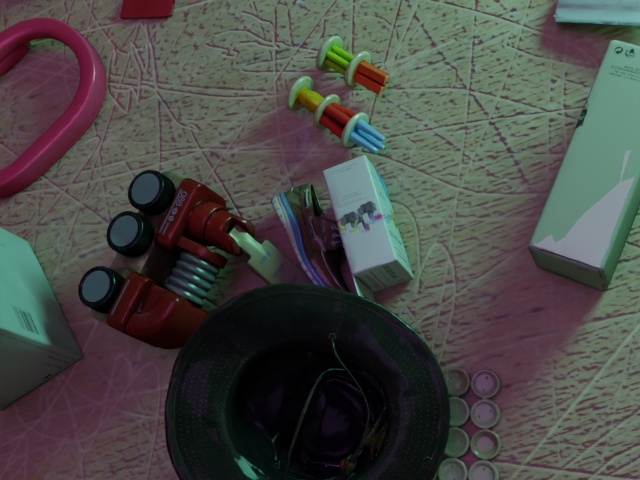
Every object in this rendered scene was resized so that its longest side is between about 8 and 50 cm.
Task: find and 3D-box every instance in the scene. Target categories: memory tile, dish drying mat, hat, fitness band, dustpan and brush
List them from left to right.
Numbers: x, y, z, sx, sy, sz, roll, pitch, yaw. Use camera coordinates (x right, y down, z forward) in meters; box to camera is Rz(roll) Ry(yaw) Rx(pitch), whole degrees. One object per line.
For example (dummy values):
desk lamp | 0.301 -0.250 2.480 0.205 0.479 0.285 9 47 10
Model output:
fitness band | -0.447 -0.194 1.619 0.291 0.054 0.209 -45 70 2
dish drying mat | -0.255 -0.343 1.624 0.083 0.008 0.032 2 74 18
hat | -0.015 0.205 1.326 0.331 0.134 0.331 0 85 1
memory tile | 0.163 0.227 1.330 0.113 0.012 0.148 -1 74 17
dustpan and brush | 0.396 -0.368 1.414 0.147 0.060 0.211 10 84 32

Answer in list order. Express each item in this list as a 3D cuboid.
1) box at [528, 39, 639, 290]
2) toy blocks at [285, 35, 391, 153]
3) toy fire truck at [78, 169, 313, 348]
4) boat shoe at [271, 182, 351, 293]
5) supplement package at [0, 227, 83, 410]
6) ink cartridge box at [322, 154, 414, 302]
box | 0.344 -0.089 1.314 0.094 0.113 0.275 21 80 22
toy blocks | 0.045 -0.190 1.463 0.148 0.054 0.123 35 87 23
toy fire truck | -0.147 0.050 1.418 0.246 0.158 0.217 22 81 32
boat shoe | 0.000 0.000 1.410 0.066 0.066 0.183 -34 65 9
supplement package | -0.464 0.085 1.426 0.145 0.262 0.204 -33 68 6
ink cartridge box | 0.065 -0.002 1.375 0.062 0.104 0.181 -19 70 12
